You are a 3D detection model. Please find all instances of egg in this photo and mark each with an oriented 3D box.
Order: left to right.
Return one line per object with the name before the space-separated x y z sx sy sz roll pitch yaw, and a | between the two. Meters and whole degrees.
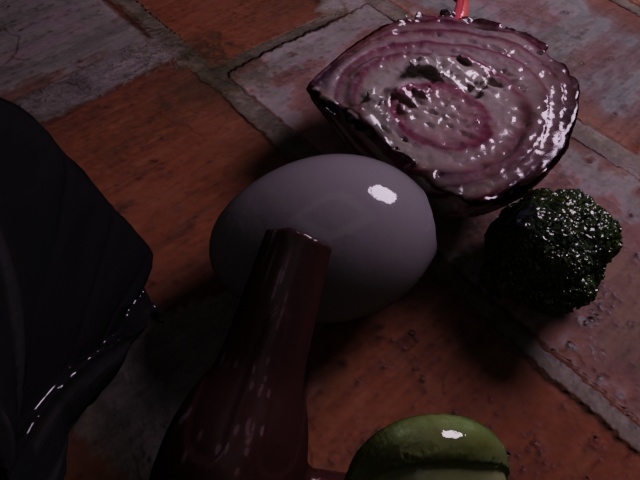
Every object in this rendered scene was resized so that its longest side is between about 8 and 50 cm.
egg | 0.000 0.000 0.585 0.232 0.176 0.176 -11 57 2

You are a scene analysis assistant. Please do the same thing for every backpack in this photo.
backpack | -0.295 0.122 0.404 0.255 0.363 0.445 15 73 11

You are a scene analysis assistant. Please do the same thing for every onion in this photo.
onion | 0.171 -0.153 0.704 0.280 0.146 0.314 -37 57 -19

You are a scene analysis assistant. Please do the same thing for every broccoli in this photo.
broccoli | 0.247 0.009 0.615 0.146 0.138 0.162 -51 36 -3

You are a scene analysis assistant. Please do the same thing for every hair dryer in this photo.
hair dryer | 0.044 0.185 0.475 0.341 0.123 0.312 22 87 -7

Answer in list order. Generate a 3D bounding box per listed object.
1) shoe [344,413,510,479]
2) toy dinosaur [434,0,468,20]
shoe | 0.090 0.259 0.396 0.140 0.262 0.128 7 8 -30
toy dinosaur | 0.223 -0.285 0.857 0.139 0.070 0.286 30 57 5
